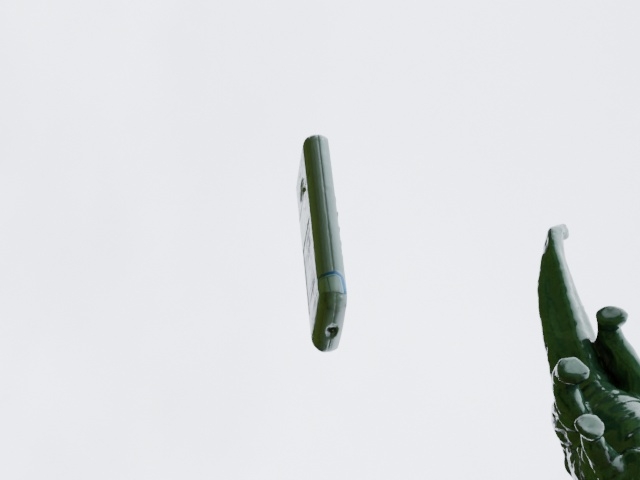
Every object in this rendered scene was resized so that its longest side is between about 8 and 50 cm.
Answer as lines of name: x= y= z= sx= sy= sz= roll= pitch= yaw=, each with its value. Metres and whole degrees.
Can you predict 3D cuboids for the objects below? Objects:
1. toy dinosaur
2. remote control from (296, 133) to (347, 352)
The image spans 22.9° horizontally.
toy dinosaur: x=0.172 y=0.094 z=0.938 sx=0.120 sy=0.079 sz=0.292 roll=89 pitch=-14 yaw=-61
remote control: x=0.000 y=0.000 z=0.867 sx=0.053 sy=0.018 sz=0.124 roll=98 pitch=-11 yaw=-48
